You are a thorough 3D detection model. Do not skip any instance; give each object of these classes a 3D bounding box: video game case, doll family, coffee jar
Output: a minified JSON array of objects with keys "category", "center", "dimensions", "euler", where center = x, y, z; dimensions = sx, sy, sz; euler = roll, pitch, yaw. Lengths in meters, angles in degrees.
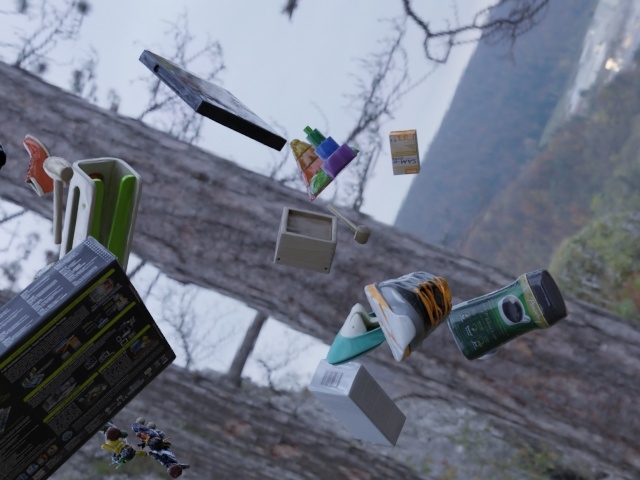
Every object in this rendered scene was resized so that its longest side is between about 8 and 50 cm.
[{"category":"video game case","center":[-0.233,-0.303,1.958],"dimensions":[0.275,0.248,0.035],"euler":[20,-71,-51]},{"category":"doll family","center":[-0.310,0.355,1.551],"dimensions":[0.111,0.193,0.076],"euler":[16,92,62]},{"category":"coffee jar","center":[0.305,0.120,1.465],"dimensions":[0.079,0.184,0.096],"euler":[11,-125,-67]}]

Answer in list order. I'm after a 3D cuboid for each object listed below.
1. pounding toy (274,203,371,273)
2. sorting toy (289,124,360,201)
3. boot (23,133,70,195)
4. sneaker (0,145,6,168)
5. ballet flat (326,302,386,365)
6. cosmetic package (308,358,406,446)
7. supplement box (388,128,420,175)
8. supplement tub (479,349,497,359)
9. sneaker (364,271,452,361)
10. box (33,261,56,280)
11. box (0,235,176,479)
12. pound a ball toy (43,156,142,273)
[{"category":"pounding toy","center":[0.006,-0.004,2.055],"dimensions":[0.181,0.206,0.094],"euler":[-87,10,-60]},{"category":"sorting toy","center":[-0.009,-0.172,1.788],"dimensions":[0.127,0.126,0.365],"euler":[-44,1,-4]},{"category":"boot","center":[-0.657,-0.175,2.078],"dimensions":[0.084,0.158,0.059],"euler":[-33,-15,-20]},{"category":"sneaker","center":[-0.722,-0.188,1.903],"dimensions":[0.107,0.124,0.283],"euler":[89,174,-48]},{"category":"ballet flat","center":[0.106,0.139,1.605],"dimensions":[0.087,0.247,0.083],"euler":[60,-166,-20]},{"category":"cosmetic package","center":[0.085,0.361,1.995],"dimensions":[0.231,0.117,0.085],"euler":[52,-126,-40]},{"category":"supplement box","center":[0.194,-0.202,2.062],"dimensions":[0.036,0.062,0.098],"euler":[-63,-34,-64]},{"category":"supplement tub","center":[0.347,0.198,1.947],"dimensions":[0.071,0.071,0.107],"euler":[-51,-44,-73]},{"category":"sneaker","center":[0.101,0.070,0.971],"dimensions":[0.215,0.083,0.084],"euler":[-43,-68,-82]},{"category":"box","center":[-0.711,0.147,2.469],"dimensions":[0.169,0.059,0.054],"euler":[59,-165,-20]},{"category":"box","center":[-0.315,0.157,1.045],"dimensions":[0.270,0.060,0.216],"euler":[-44,-37,-20]},{"category":"pound a ball toy","center":[-0.522,-0.056,1.950],"dimensions":[0.208,0.135,0.319],"euler":[-12,-52,-42]}]
